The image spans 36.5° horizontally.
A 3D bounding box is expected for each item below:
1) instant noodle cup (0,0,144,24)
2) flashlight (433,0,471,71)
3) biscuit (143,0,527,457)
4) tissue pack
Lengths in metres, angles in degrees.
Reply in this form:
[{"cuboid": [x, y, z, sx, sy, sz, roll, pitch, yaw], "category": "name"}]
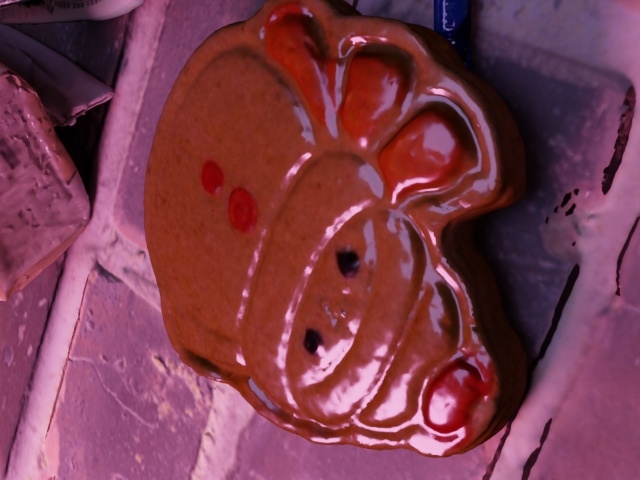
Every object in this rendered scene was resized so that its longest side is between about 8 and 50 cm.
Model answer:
[{"cuboid": [-0.250, -0.330, 0.863, 0.244, 0.244, 0.255, -3, 97, 39], "category": "instant noodle cup"}, {"cuboid": [0.094, -0.157, 0.688, 0.057, 0.035, 0.121, -1, 96, 10], "category": "flashlight"}, {"cuboid": [0.000, 0.000, 0.733, 0.381, 0.074, 0.359, 45, 125, 31], "category": "biscuit"}, {"cuboid": [-0.364, -0.128, 0.978, 0.305, 0.238, 0.238, 30, 110, 35], "category": "tissue pack"}]
